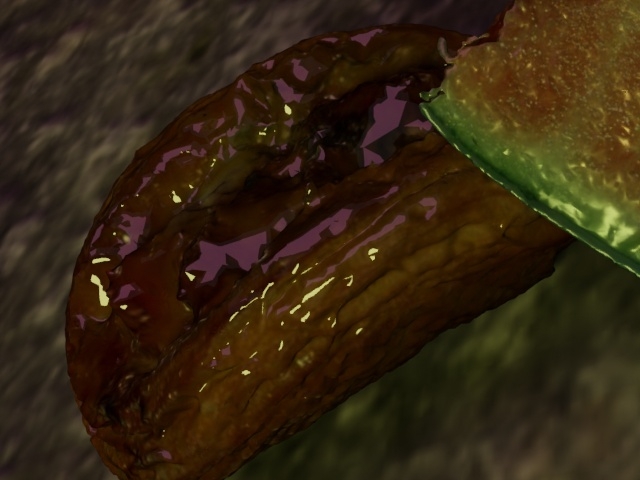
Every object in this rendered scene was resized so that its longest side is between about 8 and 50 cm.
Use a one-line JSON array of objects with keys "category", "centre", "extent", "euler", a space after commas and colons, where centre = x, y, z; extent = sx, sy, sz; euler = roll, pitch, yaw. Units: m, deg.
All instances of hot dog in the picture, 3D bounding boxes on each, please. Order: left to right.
[{"category": "hot dog", "centre": [0.000, 0.001, 0.696], "extent": [0.227, 0.099, 0.160], "euler": [-40, 33, -7]}]

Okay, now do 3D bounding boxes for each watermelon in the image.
[{"category": "watermelon", "centre": [0.162, -0.031, 0.601], "extent": [0.231, 0.128, 0.146], "euler": [-26, 66, -2]}]
